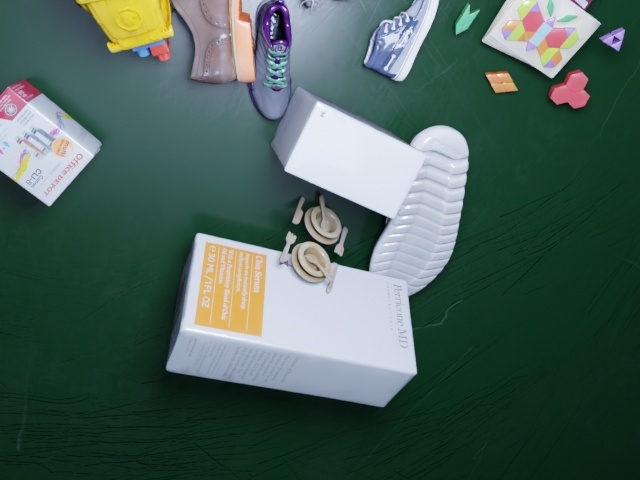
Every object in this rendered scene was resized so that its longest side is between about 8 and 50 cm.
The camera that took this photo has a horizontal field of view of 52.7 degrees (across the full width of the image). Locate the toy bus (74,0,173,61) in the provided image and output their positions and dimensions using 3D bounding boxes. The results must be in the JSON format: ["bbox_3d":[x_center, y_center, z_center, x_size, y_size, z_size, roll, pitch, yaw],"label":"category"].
[{"bbox_3d":[-0.315,-0.417,1.092,0.149,0.220,0.211,-16,143,3],"label":"toy bus"}]

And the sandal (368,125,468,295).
[{"bbox_3d":[0.207,-0.053,1.348,0.169,0.102,0.416,8,123,-13],"label":"sandal"}]

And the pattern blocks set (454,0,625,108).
[{"bbox_3d":[0.430,-0.409,1.259,0.325,0.026,0.285,15,127,-7],"label":"pattern blocks set"}]

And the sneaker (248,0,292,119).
[{"bbox_3d":[-0.090,-0.331,1.196,0.083,0.098,0.224,-4,109,-11],"label":"sneaker"}]

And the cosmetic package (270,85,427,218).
[{"bbox_3d":[0.043,-0.169,1.212,0.224,0.225,0.138,23,102,-17],"label":"cosmetic package"}]

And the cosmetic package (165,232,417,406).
[{"bbox_3d":[-0.054,0.163,1.280,0.453,0.230,0.161,13,138,-16],"label":"cosmetic package"}]

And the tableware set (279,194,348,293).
[{"bbox_3d":[0.000,0.000,1.282,0.128,0.194,0.039,34,134,-17],"label":"tableware set"}]

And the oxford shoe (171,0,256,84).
[{"bbox_3d":[-0.193,-0.443,1.086,0.132,0.130,0.364,-7,111,-2],"label":"oxford shoe"}]

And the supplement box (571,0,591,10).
[{"bbox_3d":[0.508,-0.543,1.259,0.104,0.081,0.188,31,100,-20],"label":"supplement box"}]

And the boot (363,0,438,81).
[{"bbox_3d":[0.154,-0.407,1.237,0.086,0.069,0.190,16,106,-19],"label":"boot"}]

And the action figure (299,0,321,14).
[{"bbox_3d":[0.013,-0.548,1.147,0.185,0.099,0.285,9,110,-20],"label":"action figure"}]

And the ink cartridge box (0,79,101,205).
[{"bbox_3d":[-0.503,-0.173,1.148,0.176,0.127,0.128,41,96,-22],"label":"ink cartridge box"}]
